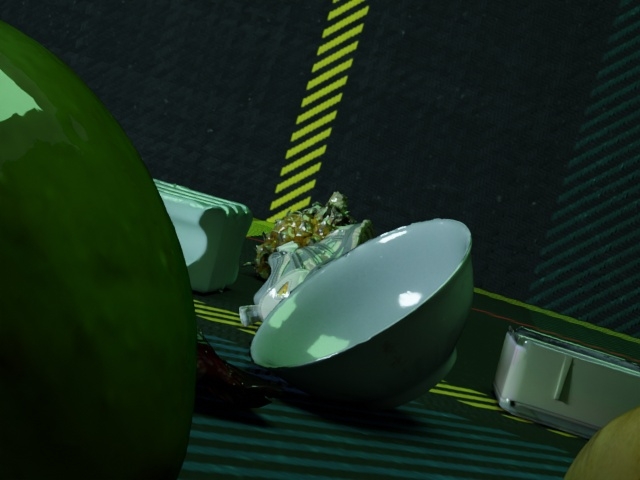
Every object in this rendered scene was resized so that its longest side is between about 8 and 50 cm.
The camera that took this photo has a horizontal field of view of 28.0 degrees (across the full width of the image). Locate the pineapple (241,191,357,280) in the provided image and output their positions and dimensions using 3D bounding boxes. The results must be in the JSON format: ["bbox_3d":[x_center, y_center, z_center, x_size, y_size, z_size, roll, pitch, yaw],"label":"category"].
[{"bbox_3d":[0.003,0.001,1.683,0.176,0.137,0.161,16,4,-39],"label":"pineapple"}]

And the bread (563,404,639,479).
[{"bbox_3d":[0.236,0.136,0.681,0.174,0.133,0.251,18,2,-8],"label":"bread"}]

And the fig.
[{"bbox_3d":[-0.128,0.026,0.413,0.191,0.181,0.181,40,10,14],"label":"fig"}]

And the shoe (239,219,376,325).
[{"bbox_3d":[-0.005,0.044,1.240,0.092,0.089,0.180,2,28,24],"label":"shoe"}]

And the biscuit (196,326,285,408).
[{"bbox_3d":[-0.147,0.049,0.811,0.235,0.063,0.151,20,13,-27],"label":"biscuit"}]

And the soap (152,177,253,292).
[{"bbox_3d":[-0.232,-0.031,1.391,0.289,0.095,0.173,17,4,8],"label":"soap"}]

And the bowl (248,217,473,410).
[{"bbox_3d":[0.047,0.071,0.963,0.086,0.189,0.189,60,-10,-16],"label":"bowl"}]

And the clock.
[{"bbox_3d":[0.264,0.145,1.208,0.192,0.071,0.147,17,3,3],"label":"clock"}]
